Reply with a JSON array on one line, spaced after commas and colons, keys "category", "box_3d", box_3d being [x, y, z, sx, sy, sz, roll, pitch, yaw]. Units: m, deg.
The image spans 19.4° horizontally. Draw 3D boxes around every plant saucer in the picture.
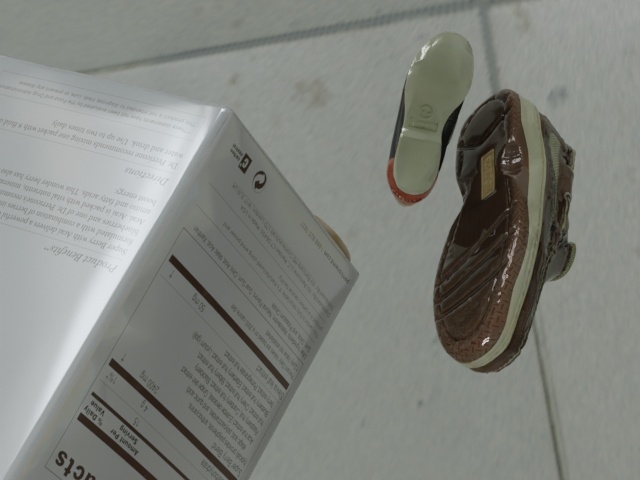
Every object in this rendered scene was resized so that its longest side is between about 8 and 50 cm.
[{"category": "plant saucer", "box_3d": [0.000, 0.000, 1.666, 0.083, 0.083, 0.015, 46, 75, -4]}]

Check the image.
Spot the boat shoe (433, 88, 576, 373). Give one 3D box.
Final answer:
[{"category": "boat shoe", "box_3d": [0.152, 0.000, 1.375, 0.095, 0.257, 0.095, 34, 136, -24]}]

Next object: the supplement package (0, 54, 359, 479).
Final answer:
[{"category": "supplement package", "box_3d": [-0.144, 0.078, 1.004, 0.177, 0.175, 0.293, 16, 67, 35]}]

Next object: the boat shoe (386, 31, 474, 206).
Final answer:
[{"category": "boat shoe", "box_3d": [0.081, -0.091, 1.403, 0.049, 0.043, 0.137, 15, 73, 2]}]
